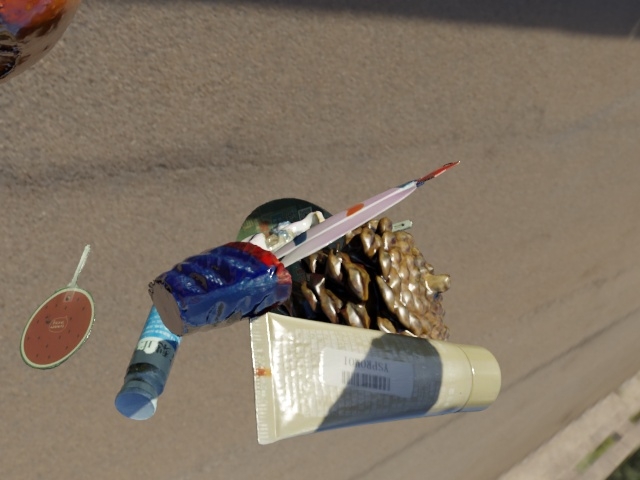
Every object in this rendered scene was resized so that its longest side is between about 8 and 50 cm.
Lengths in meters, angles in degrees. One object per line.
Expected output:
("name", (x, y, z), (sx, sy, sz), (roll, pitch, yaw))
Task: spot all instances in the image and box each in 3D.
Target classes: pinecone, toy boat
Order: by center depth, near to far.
("toy boat", (-0.009, 0.007, 0.753), (0.318, 0.072, 0.219), (-23, -174, 3))
("pinecone", (0.051, 0.088, 1.143), (0.257, 0.244, 0.244), (-3, 145, 2))

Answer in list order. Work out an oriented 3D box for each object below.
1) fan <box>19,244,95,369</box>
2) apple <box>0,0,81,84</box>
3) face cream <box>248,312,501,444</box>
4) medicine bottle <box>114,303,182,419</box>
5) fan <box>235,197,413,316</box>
("fan", (-0.236, 0.059, 0.781), (0.005, 0.085, 0.133), (52, 41, -47))
("apple", (-0.227, -0.172, 0.469), (0.210, 0.173, 0.235), (-8, 163, -22))
("face cream", (0.065, 0.153, 0.944), (0.341, 0.138, 0.084), (8, 159, -38))
("medicine bottle", (-0.196, 0.129, 1.010), (0.191, 0.051, 0.051), (-80, -170, -54))
("fan", (-0.025, 0.002, 1.373), (0.294, 0.223, 0.012), (-43, 151, 1))
